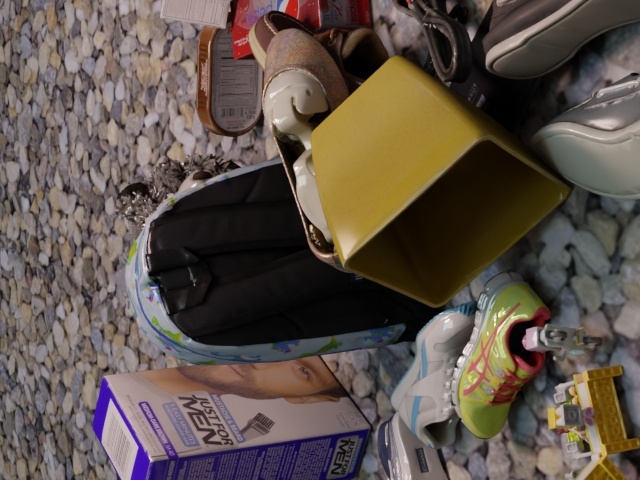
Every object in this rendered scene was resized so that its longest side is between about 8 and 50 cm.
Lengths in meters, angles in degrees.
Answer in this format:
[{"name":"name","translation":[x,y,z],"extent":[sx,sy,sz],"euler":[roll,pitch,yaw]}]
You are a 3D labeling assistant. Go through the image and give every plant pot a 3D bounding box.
[{"name":"plant pot","translation":[0.114,-0.080,1.674],"extent":[0.212,0.212,0.187],"euler":[-42,55,17]}]

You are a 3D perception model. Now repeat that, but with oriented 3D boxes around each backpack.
[{"name":"backpack","translation":[-0.070,0.036,1.914],"extent":[0.273,0.355,0.290],"euler":[-24,81,57]}]

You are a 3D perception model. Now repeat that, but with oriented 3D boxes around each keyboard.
[{"name":"keyboard","translation":[0.180,-0.180,1.804],"extent":[0.201,0.033,0.317],"euler":[61,141,33]}]

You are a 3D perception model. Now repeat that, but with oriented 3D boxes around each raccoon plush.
[{"name":"raccoon plush","translation":[-0.149,0.076,2.222],"extent":[0.299,0.216,0.446],"euler":[-112,2,-57]}]

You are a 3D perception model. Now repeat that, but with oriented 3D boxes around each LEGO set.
[{"name":"LEGO set","translation":[0.262,0.240,1.624],"extent":[0.107,0.132,0.287],"euler":[147,136,-63]}]

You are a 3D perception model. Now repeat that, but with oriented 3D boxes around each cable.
[{"name":"cable","translation":[0.117,-0.284,1.802],"extent":[0.139,0.072,0.287],"euler":[119,153,-47]}]

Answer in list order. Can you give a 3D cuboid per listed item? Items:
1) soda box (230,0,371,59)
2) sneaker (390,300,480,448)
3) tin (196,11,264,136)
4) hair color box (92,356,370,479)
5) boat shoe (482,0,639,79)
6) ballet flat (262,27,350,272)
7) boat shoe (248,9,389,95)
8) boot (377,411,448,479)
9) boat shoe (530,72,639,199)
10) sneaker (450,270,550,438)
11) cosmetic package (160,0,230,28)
[{"name":"soda box","translation":[-0.032,-0.317,2.094],"extent":[0.263,0.083,0.092],"euler":[-6,89,61]},{"name":"sneaker","translation":[0.162,0.164,1.844],"extent":[0.092,0.087,0.228],"euler":[54,145,31]},{"name":"tin","translation":[-0.133,-0.251,2.259],"extent":[0.040,0.106,0.189],"euler":[19,111,50]},{"name":"hair color box","translation":[-0.124,0.262,2.084],"extent":[0.185,0.339,0.110],"euler":[51,134,44]},{"name":"boat shoe","translation":[0.282,-0.264,1.527],"extent":[0.335,0.112,0.095],"euler":[-24,62,53]},{"name":"ballet flat","translation":[-0.007,-0.114,1.789],"extent":[0.107,0.106,0.316],"euler":[-25,80,26]},{"name":"boat shoe","translation":[0.041,-0.215,1.883],"extent":[0.342,0.123,0.123],"euler":[46,123,36]},{"name":"boot","translation":[0.122,0.317,1.954],"extent":[0.086,0.069,0.190],"euler":[132,135,-60]},{"name":"boat shoe","translation":[0.332,-0.117,1.518],"extent":[0.099,0.116,0.319],"euler":[-55,17,-17]},{"name":"sneaker","translation":[0.216,0.147,1.741],"extent":[0.094,0.081,0.208],"euler":[36,124,50]},{"name":"cosmetic package","translation":[-0.189,-0.396,2.254],"extent":[0.239,0.099,0.060],"euler":[-101,24,-61]}]
